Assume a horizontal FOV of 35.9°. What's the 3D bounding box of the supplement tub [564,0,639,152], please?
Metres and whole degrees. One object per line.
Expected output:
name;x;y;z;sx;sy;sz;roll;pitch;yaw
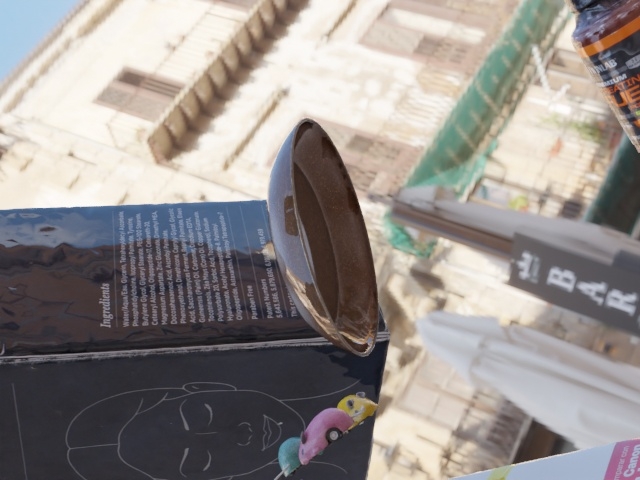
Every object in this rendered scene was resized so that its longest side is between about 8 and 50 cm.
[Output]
supplement tub;0.336;-0.195;1.045;0.198;0.106;0.106;55;-134;-9

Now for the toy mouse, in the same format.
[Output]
toy mouse;-0.005;0.191;0.957;0.143;0.031;0.161;-33;-11;-20

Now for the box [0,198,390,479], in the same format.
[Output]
box;-0.193;0.217;1.311;0.297;0.471;0.480;-109;20;-50

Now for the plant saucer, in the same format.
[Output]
plant saucer;0.000;0.000;0.806;0.198;0.036;0.199;-15;-90;-73

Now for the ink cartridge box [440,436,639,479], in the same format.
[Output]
ink cartridge box;0.268;0.371;1.011;0.279;0.384;0.160;52;-138;-15
